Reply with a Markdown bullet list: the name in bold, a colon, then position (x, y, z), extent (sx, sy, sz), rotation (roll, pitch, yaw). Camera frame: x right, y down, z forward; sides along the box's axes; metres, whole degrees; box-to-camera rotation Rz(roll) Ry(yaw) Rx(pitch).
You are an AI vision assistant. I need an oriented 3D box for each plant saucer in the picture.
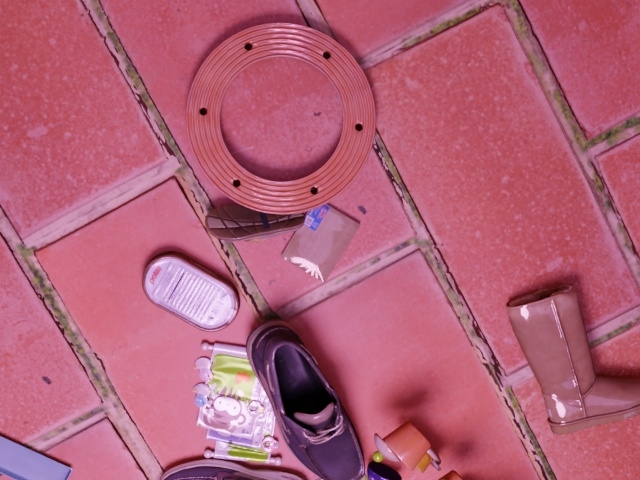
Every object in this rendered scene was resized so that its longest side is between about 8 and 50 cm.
- **plant saucer**: position (-0.563, 0.413, 1.460), extent (0.192, 0.018, 0.067), rotation (27, 96, -6)

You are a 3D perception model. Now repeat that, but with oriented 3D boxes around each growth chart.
- **growth chart**: position (-0.155, 0.308, 1.470), extent (0.172, 0.021, 0.237), rotation (1, 97, -3)

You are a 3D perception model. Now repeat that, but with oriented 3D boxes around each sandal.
- **sandal**: position (-0.117, -0.026, 1.409), extent (0.180, 0.049, 0.072), rotation (-5, 59, -14)

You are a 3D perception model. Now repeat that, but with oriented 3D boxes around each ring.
- **ring**: position (-0.069, -0.214, 1.390), extent (0.336, 0.032, 0.337), rotation (0, 94, -4)

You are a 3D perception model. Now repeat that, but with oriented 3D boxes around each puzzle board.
- **puzzle board**: position (0.000, 0.000, 1.441), extent (0.096, 0.011, 0.128), rotation (31, 94, -6)

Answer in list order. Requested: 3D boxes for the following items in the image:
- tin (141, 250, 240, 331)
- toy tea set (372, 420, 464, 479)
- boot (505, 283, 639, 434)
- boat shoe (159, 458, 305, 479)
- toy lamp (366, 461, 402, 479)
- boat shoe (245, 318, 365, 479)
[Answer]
- **tin**: position (-0.236, 0.094, 1.427), extent (0.189, 0.040, 0.106), rotation (30, 91, -7)
- **toy tea set**: position (0.201, 0.465, 1.426), extent (0.124, 0.200, 0.336), rotation (-42, 99, -6)
- **boot**: position (0.499, 0.209, 1.465), extent (0.236, 0.089, 0.270), rotation (-19, 98, -1)
- **boat shoe**: position (-0.161, 0.479, 1.453), extent (0.285, 0.092, 0.103), rotation (8, 108, -5)
- **toy lamp**: position (0.074, 0.565, 1.491), extent (0.080, 0.080, 0.275), rotation (20, 97, -6)
- **boat shoe**: position (-0.023, 0.312, 1.409), extent (0.132, 0.130, 0.355), rotation (-33, 104, -7)
